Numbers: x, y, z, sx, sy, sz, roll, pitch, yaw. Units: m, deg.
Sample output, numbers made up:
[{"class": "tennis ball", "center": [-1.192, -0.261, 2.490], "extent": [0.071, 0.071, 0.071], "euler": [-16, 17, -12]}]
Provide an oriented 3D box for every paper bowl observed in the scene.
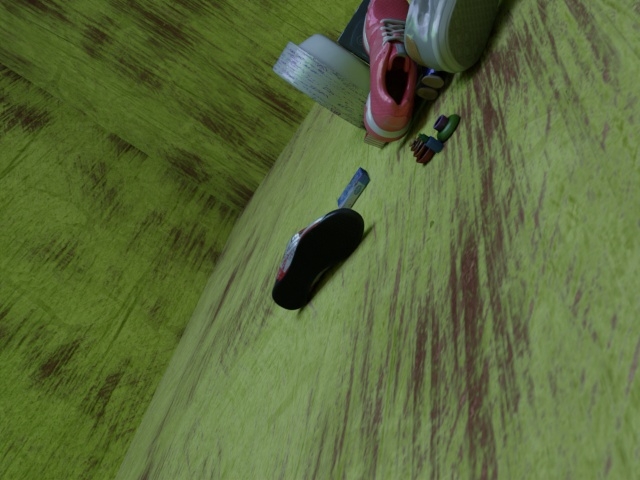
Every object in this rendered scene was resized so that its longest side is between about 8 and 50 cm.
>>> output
[{"class": "paper bowl", "center": [0.032, -0.416, 2.047], "extent": [0.148, 0.284, 0.284], "euler": [-55, 10, 11]}]

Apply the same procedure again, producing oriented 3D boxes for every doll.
[{"class": "doll", "center": [0.213, -0.360, 1.527], "extent": [0.129, 0.046, 0.189], "euler": [112, 169, -63]}]

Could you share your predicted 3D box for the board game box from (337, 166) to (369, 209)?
[{"class": "board game box", "center": [0.068, -0.104, 1.680], "extent": [0.090, 0.020, 0.090], "euler": [-57, 10, 13]}]

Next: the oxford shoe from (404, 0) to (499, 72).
[{"class": "oxford shoe", "center": [0.264, -0.487, 1.437], "extent": [0.130, 0.169, 0.449], "euler": [4, 61, 46]}]

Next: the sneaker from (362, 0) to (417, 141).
[{"class": "sneaker", "center": [0.148, -0.353, 1.533], "extent": [0.136, 0.116, 0.314], "euler": [118, 153, -74]}]

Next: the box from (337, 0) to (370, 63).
[{"class": "box", "center": [0.158, -0.529, 2.058], "extent": [0.165, 0.143, 0.270], "euler": [-57, -2, 12]}]

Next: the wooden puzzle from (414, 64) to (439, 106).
[{"class": "wooden puzzle", "center": [0.250, -0.404, 1.667], "extent": [0.239, 0.044, 0.221], "euler": [-59, 9, 24]}]

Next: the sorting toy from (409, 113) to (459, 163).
[{"class": "sorting toy", "center": [0.174, -0.166, 1.278], "extent": [0.102, 0.042, 0.061], "euler": [-52, 11, 29]}]

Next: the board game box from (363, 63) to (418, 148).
[{"class": "board game box", "center": [0.152, -0.306, 1.669], "extent": [0.147, 0.045, 0.193], "euler": [126, 163, -73]}]

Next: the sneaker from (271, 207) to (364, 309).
[{"class": "sneaker", "center": [-0.001, 0.000, 1.491], "extent": [0.270, 0.090, 0.145], "euler": [-53, 13, 38]}]
